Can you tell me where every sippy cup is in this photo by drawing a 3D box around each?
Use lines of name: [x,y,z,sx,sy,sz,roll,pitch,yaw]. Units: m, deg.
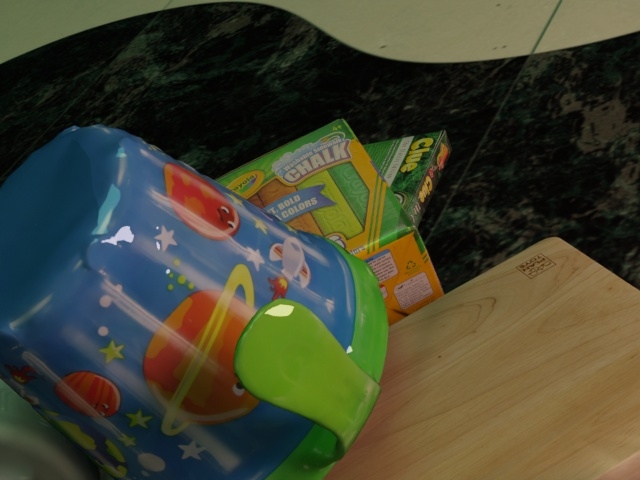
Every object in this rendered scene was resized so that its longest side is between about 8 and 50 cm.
sippy cup: [-0.112,0.048,1.014,0.305,0.224,0.240,-26,41,31]

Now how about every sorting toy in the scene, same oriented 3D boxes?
sorting toy: [0.125,0.133,1.029,0.257,0.089,0.255,-28,28,-11]

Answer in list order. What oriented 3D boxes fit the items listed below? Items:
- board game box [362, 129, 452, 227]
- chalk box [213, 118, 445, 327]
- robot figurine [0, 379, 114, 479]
board game box: [0.029,-0.017,1.435,0.136,0.030,0.260,-10,30,28]
chalk box: [0.000,0.000,1.261,0.132,0.132,0.213,-28,42,-3]
robot figurine: [-0.268,0.161,1.156,0.299,0.200,0.353,14,21,-19]
